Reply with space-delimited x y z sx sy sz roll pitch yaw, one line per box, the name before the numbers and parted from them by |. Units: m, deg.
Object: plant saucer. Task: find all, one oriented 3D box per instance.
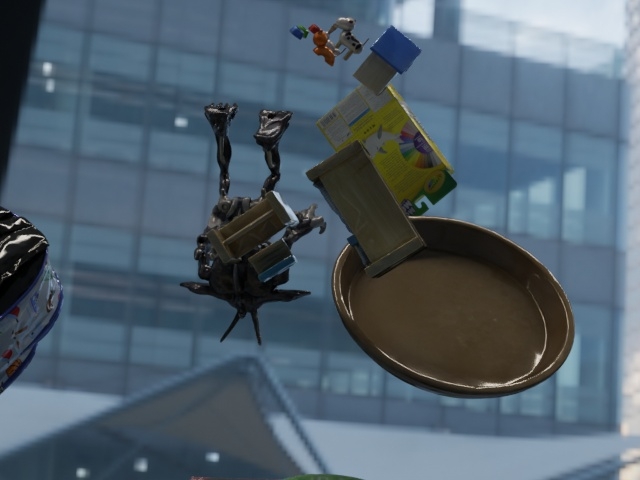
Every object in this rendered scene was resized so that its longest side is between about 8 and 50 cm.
plant saucer | 0.145 0.078 1.803 0.278 0.278 0.041 6 -49 -10

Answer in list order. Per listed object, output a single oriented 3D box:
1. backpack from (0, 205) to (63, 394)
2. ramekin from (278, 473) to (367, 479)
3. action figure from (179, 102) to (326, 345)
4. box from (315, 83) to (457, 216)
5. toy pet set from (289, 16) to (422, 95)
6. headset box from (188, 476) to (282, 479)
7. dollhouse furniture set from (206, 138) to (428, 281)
backpack | -0.469 0.082 2.112 0.276 0.263 0.213 36 -21 25
ramekin | 0.005 0.390 1.696 0.303 0.303 0.148 3 30 4
action figure | -0.078 -0.022 1.927 0.164 0.275 0.141 6 14 19
box | 0.087 -0.106 2.005 0.105 0.179 0.043 -39 -20 15
toy pet set | 0.040 -0.206 1.670 0.114 0.065 0.122 40 13 1
headset box | -0.122 0.415 2.239 0.293 0.110 0.218 -2 13 27
dollhouse furniture set | 0.000 0.000 1.710 0.184 0.129 0.129 -32 -5 5
